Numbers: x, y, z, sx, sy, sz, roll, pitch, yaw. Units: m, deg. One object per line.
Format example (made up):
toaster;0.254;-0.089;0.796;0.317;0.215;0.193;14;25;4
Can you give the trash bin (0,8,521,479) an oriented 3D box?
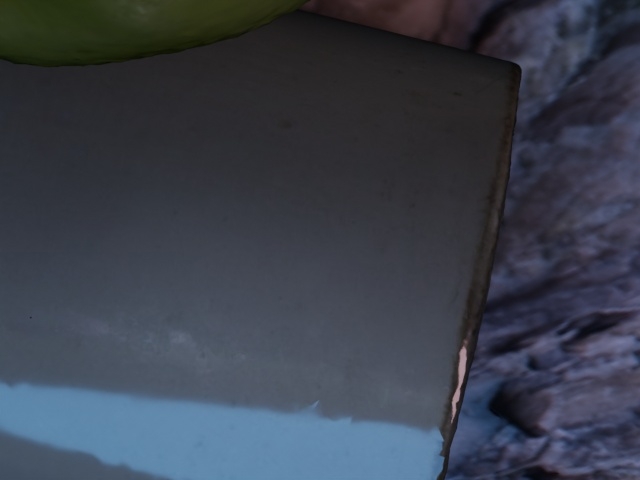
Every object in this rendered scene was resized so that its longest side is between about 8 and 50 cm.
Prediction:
trash bin;-0.153;0.004;0.670;0.432;0.280;0.280;12;137;4

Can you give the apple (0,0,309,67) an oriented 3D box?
apple;-0.081;-0.195;0.495;0.292;0.254;0.292;7;136;7
